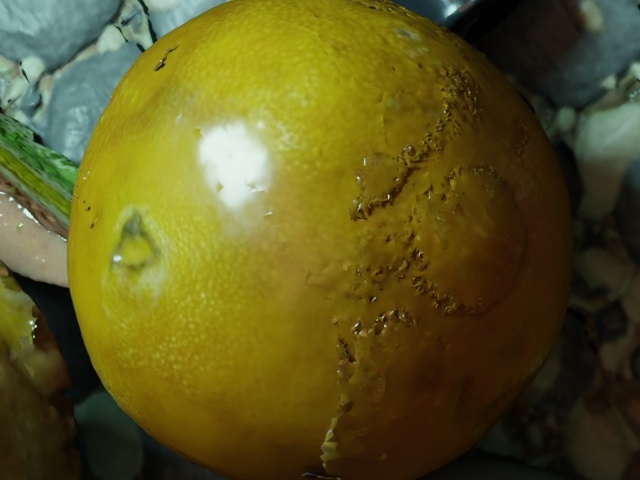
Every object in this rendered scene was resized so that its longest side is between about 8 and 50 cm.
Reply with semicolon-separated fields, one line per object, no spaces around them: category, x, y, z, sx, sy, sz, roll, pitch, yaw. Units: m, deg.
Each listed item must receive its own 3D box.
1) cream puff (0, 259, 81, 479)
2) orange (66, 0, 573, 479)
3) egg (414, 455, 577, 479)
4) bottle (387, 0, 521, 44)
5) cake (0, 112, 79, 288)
cream puff;-0.268;0.128;0.941;0.327;0.231;0.342;-10;100;19
orange;0.000;0.000;0.884;0.240;0.240;0.240;1;94;19
egg;0.060;0.191;0.918;0.232;0.176;0.176;-18;87;28
bottle;0.012;-0.206;0.967;0.244;0.082;0.072;53;143;7
cake;-0.185;-0.018;1.027;0.225;0.109;0.090;35;104;15
